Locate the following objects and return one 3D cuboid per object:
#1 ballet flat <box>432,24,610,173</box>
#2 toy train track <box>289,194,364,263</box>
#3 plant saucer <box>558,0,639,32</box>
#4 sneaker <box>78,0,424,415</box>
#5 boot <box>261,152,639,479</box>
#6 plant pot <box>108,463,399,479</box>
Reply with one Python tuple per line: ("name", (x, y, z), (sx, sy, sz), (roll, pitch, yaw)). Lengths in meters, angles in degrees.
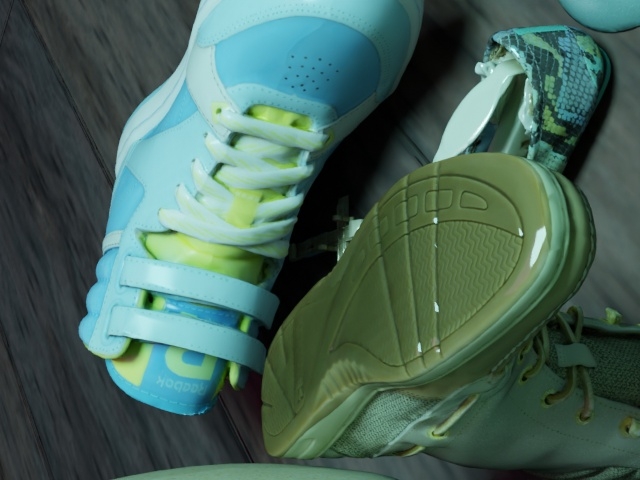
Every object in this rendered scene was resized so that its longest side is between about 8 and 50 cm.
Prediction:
("ballet flat", (0.075, -0.018, 0.676), (0.070, 0.070, 0.188), (44, 121, 53))
("toy train track", (0.000, 0.000, 0.846), (0.083, 0.014, 0.048), (-21, 66, 57))
("plant saucer", (0.136, -0.157, 0.644), (0.119, 0.021, 0.119), (-17, 70, 56))
("sneaker", (-0.043, -0.018, 0.784), (0.319, 0.127, 0.208), (134, 148, -59))
("boot", (0.086, 0.042, 0.544), (0.213, 0.165, 0.077), (133, 142, -54))
("plant pot", (-0.015, 0.201, 0.566), (0.191, 0.284, 0.284), (-32, 42, -2))
